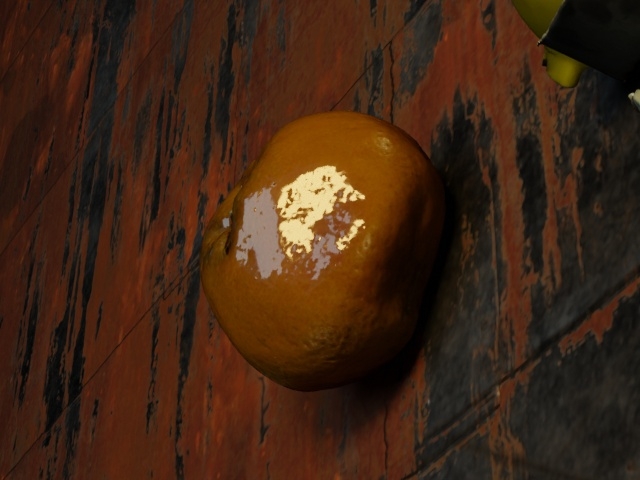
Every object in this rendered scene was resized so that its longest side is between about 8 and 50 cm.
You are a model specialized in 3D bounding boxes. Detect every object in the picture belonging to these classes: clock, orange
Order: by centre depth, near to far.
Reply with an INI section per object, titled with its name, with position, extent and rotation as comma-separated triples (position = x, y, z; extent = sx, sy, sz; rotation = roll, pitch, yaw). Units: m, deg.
[clock]
position = 0.237, -0.236, 1.118
extent = 0.313, 0.061, 0.312
rotation = -58, -4, -6
[orange]
position = 0.000, 0.000, 1.612
extent = 0.249, 0.183, 0.249
rotation = -49, 30, 43

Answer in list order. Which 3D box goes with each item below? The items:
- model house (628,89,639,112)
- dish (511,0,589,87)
[model house]
position = 0.304, -0.075, 0.980
extent = 0.215, 0.198, 0.224
rotation = -59, 25, 10
[dish]
position = 0.191, -0.257, 1.353
extent = 0.221, 0.108, 0.263
rotation = -15, 66, 60
